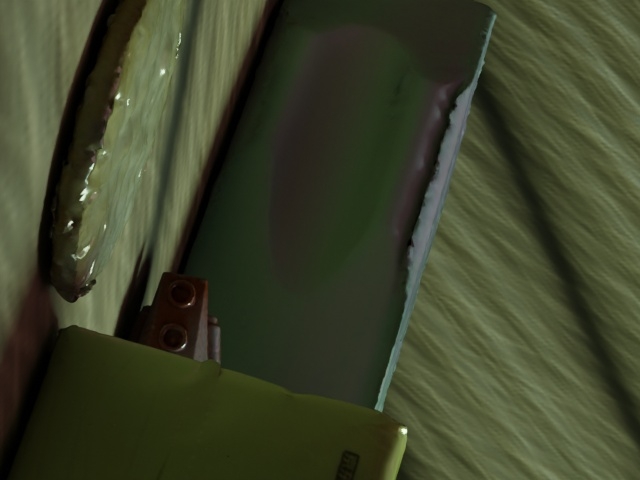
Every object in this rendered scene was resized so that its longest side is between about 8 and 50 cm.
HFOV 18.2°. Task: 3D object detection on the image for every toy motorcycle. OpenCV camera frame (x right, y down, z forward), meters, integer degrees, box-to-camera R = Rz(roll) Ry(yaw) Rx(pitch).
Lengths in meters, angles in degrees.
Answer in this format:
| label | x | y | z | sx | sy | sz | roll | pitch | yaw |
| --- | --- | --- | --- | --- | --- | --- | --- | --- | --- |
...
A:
| label | x | y | z | sx | sy | sz | roll | pitch | yaw |
| --- | --- | --- | --- | --- | --- | --- | --- | --- | --- |
| toy motorcycle | -0.087 | 0.117 | 1.066 | 0.118 | 0.084 | 0.212 | 96 | 4 | -71 |

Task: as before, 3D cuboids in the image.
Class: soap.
| label | x | y | z | sx | sy | sz | roll | pitch | yaw |
| --- | --- | --- | --- | --- | --- | --- | --- | --- | --- |
| soap | 0.000 | 0.000 | 1.416 | 0.261 | 0.156 | 0.446 | 104 | 4 | -53 |

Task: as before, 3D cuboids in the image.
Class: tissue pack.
| label | x | y | z | sx | sy | sz | roll | pitch | yaw |
| --- | --- | --- | --- | --- | --- | --- | --- | --- | --- |
| tissue pack | -0.072 | 0.172 | 0.840 | 0.125 | 0.159 | 0.234 | 102 | 5 | -63 |

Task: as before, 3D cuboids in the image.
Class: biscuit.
| label | x | y | z | sx | sy | sz | roll | pitch | yaw |
| --- | --- | --- | --- | --- | --- | --- | --- | --- | --- |
| biscuit | -0.080 | -0.047 | 0.809 | 0.152 | 0.020 | 0.152 | 17 | 90 | -88 |
